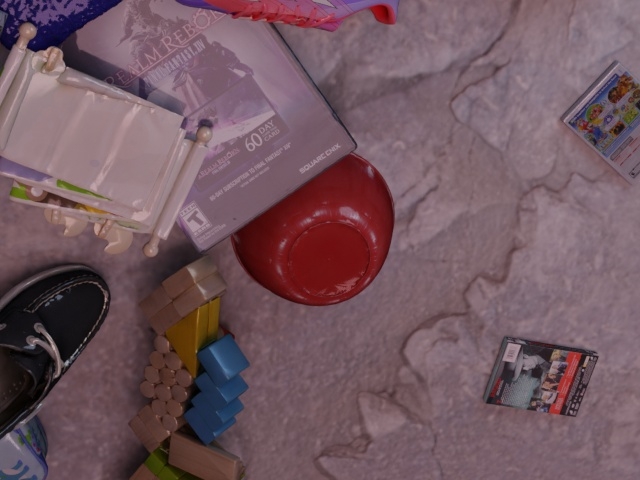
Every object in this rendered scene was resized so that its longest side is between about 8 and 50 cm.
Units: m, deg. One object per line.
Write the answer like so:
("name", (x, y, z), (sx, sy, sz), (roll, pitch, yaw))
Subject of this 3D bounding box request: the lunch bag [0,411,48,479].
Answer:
("lunch bag", (-0.403, 0.199, 1.524), (0.176, 0.090, 0.219), (-23, 116, 2))

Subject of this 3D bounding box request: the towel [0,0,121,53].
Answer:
("towel", (-0.217, -0.336, 1.326), (0.308, 0.076, 0.227), (-35, 103, 5))

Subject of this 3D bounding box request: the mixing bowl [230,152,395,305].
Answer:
("mixing bowl", (0.000, 0.000, 1.511), (0.181, 0.098, 0.181), (-4, 114, -9))

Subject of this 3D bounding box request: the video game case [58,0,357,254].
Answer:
("video game case", (-0.119, -0.149, 1.428), (0.196, 0.026, 0.274), (-34, 105, 5))

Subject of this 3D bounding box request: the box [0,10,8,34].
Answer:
("box", (-0.454, -0.117, 1.327), (0.242, 0.076, 0.307), (21, 122, -15))

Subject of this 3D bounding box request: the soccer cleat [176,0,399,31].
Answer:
("soccer cleat", (-0.027, -0.238, 1.378), (0.248, 0.083, 0.095), (-15, 109, -28))

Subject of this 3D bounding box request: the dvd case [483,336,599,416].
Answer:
("dvd case", (0.259, 0.161, 1.686), (0.119, 0.013, 0.087), (9, 112, -17))

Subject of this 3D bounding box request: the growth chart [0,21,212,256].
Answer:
("growth chart", (-0.223, -0.084, 1.380), (0.237, 0.021, 0.172), (27, 107, -28))

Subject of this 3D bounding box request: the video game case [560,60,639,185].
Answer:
("video game case", (0.333, -0.127, 1.571), (0.122, 0.011, 0.087), (38, 102, -24))

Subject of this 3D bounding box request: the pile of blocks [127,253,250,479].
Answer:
("pile of blocks", (-0.120, 0.177, 1.550), (0.149, 0.113, 0.362), (23, 118, 22))

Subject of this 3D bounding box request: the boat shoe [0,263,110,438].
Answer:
("boat shoe", (-0.310, 0.133, 1.434), (0.302, 0.091, 0.114), (-46, 120, -29))
